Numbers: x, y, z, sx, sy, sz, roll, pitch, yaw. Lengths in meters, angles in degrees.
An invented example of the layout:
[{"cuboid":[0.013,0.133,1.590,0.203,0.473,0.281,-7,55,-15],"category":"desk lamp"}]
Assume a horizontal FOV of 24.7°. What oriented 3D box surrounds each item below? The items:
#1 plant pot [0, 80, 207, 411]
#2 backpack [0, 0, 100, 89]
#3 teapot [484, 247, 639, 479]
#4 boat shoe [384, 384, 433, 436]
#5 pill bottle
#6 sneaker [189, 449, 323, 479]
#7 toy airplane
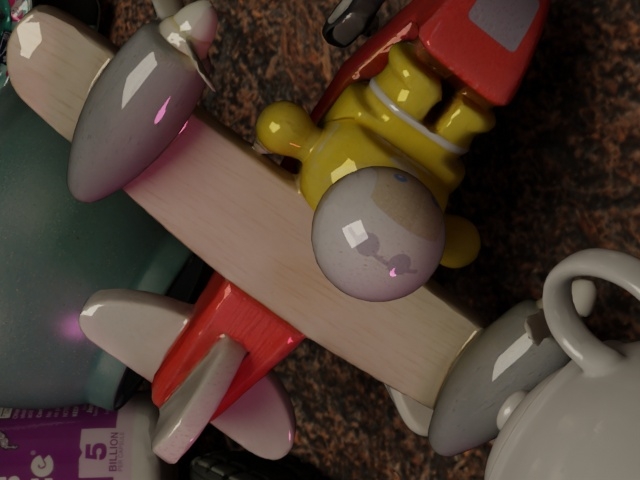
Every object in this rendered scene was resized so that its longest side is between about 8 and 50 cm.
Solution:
[{"cuboid":[-0.213,0.025,1.238,0.196,0.293,0.293,28,111,4],"category":"plant pot"},{"cuboid":[-0.355,-0.165,1.461,0.225,0.191,0.253,32,115,36],"category":"backpack"},{"cuboid":[0.191,0.152,0.932,0.187,0.252,0.256,37,99,31],"category":"teapot"},{"cuboid":[0.059,0.070,1.174,0.063,0.066,0.184,-35,73,58],"category":"boat shoe"},{"cuboid":[-0.283,0.222,1.300,0.301,0.169,0.169,-3,87,0],"category":"pill bottle"},{"cuboid":[-0.015,0.251,1.208,0.267,0.101,0.106,19,104,40],"category":"sneaker"},{"cuboid":[0.000,0.000,1.013,0.272,0.386,0.384,-143,46,-76],"category":"toy airplane"}]
